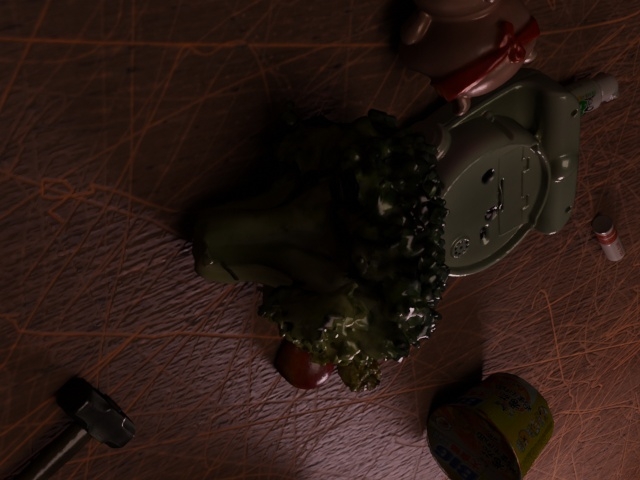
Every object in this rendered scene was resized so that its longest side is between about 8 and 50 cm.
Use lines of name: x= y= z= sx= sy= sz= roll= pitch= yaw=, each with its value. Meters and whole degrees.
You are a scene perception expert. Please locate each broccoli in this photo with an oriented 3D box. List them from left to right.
broccoli: x=-0.003 y=-0.004 z=1.169 sx=0.281 sy=0.348 sz=0.293 roll=0 pitch=80 yaw=-14

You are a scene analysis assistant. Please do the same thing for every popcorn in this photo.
popcorn: x=0.061 y=0.187 z=1.521 sx=0.059 sy=0.068 sz=0.083 roll=149 pitch=-42 yaw=-75

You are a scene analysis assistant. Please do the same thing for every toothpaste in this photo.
toothpaste: x=0.324 y=-0.186 z=1.515 sx=0.314 sy=0.056 sz=0.058 roll=-26 pitch=95 yaw=-28

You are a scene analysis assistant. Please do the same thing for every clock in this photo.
clock: x=0.206 y=-0.067 z=1.401 sx=0.324 sy=0.108 sz=0.265 roll=-29 pitch=138 yaw=-17

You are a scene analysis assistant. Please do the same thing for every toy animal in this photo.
toy animal: x=0.178 y=-0.261 z=1.205 sx=0.171 sy=0.171 sz=0.197 roll=-37 pitch=133 yaw=-22

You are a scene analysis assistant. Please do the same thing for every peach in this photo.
peach: x=-0.011 y=0.167 z=1.418 sx=0.098 sy=0.061 sz=0.098 roll=-24 pitch=138 yaw=-24

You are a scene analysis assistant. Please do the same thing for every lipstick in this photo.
lipstick: x=0.540 y=-0.004 z=1.909 sx=0.038 sy=0.038 sz=0.131 roll=-51 pitch=144 yaw=-3

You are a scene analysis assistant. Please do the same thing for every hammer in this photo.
hammer: x=-0.372 y=0.310 z=1.155 sx=0.365 sy=0.043 sz=0.111 roll=-44 pitch=143 yaw=-11

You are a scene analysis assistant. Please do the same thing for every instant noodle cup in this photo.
instant noodle cup: x=0.314 y=0.342 z=1.821 sx=0.153 sy=0.205 sz=0.205 roll=-32 pitch=139 yaw=-36
